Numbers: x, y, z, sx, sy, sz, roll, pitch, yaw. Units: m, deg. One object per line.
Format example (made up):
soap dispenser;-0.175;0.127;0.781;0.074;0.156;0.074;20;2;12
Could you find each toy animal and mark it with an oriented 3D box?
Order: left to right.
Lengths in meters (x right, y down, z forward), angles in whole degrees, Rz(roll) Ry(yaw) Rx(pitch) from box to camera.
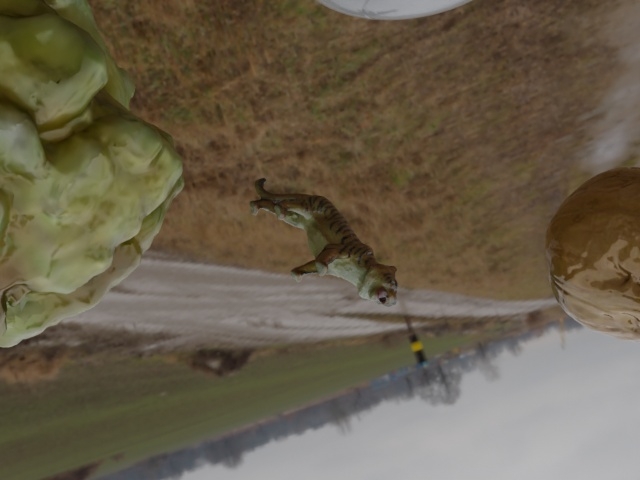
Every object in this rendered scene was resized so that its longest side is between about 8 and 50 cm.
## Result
toy animal;0.000;0.000;1.016;0.099;0.241;0.057;-9;136;-37

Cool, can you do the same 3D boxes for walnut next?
walnut;0.351;0.016;0.897;0.225;0.193;0.193;0;-176;41

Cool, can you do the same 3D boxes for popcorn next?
popcorn;-0.259;-0.070;0.590;0.335;0.274;0.279;19;163;34

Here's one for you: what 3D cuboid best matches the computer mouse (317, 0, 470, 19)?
computer mouse;0.077;-0.215;0.429;0.184;0.121;0.297;-24;165;-25
